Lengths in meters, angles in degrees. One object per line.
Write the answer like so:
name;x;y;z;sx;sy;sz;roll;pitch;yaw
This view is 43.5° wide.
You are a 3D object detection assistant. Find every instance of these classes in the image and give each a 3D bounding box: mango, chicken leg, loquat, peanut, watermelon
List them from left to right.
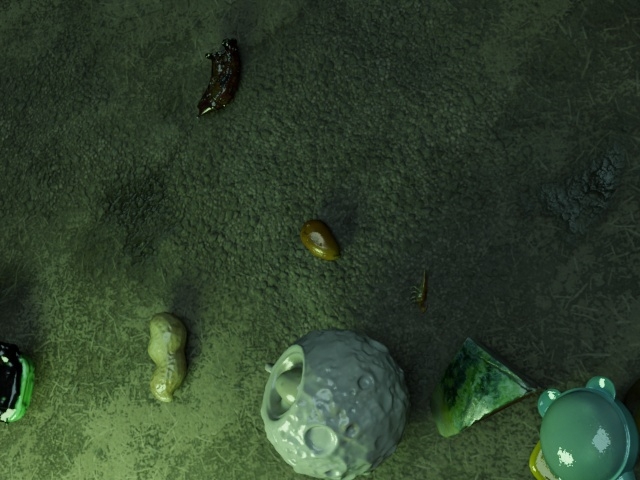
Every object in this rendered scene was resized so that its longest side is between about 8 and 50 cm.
peanut;-0.388;0.294;2.038;0.104;0.085;0.228;-9;78;23
chicken leg;-0.270;-0.438;2.169;0.105;0.063;0.234;5;81;21
mango;0.000;0.000;2.004;0.077;0.063;0.127;-39;71;-3
watermelon;0.367;0.332;1.772;0.193;0.310;0.231;38;52;19
loquat;0.708;0.373;1.687;0.152;0.152;0.195;29;88;19

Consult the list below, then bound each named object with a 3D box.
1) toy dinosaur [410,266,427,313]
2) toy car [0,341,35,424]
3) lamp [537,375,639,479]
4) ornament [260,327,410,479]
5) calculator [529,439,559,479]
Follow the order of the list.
toy dinosaur;0.236;0.120;1.932;0.041;0.026;0.113;-1;87;8
toy car;-0.916;0.366;2.125;0.358;0.176;0.214;5;81;12
lamp;0.561;0.439;1.668;0.209;0.147;0.284;-28;78;45
ornament;0.042;0.363;1.782;0.337;0.337;0.337;-3;78;15
calculator;0.548;0.482;1.769;0.146;0.032;0.235;35;87;19
